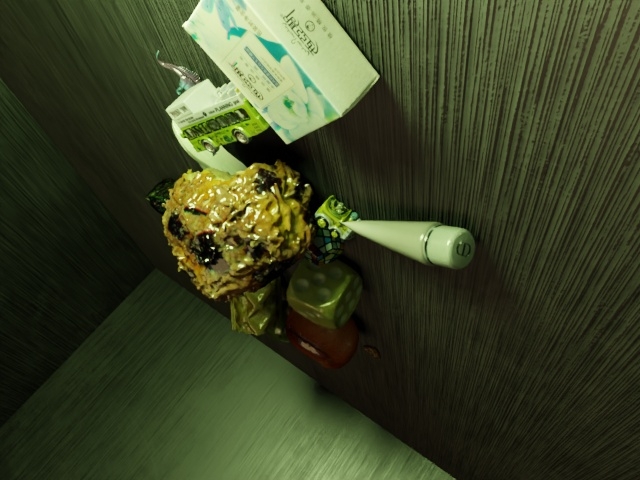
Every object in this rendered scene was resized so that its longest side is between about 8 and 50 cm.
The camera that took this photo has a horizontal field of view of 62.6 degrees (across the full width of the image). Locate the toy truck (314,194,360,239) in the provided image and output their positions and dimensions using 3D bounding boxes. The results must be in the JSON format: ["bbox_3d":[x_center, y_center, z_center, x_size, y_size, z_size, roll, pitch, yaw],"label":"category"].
[{"bbox_3d":[0.049,-0.056,1.261,0.111,0.076,0.077,38,139,2],"label":"toy truck"}]

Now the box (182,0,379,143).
[{"bbox_3d":[-0.069,-0.314,0.872,0.274,0.116,0.203,47,158,-19],"label":"box"}]

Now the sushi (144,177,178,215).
[{"bbox_3d":[-0.558,-0.153,1.979,0.225,0.127,0.124,14,147,45],"label":"sushi"}]

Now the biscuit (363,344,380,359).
[{"bbox_3d":[0.203,0.430,2.028,0.082,0.016,0.092,38,160,6],"label":"biscuit"}]

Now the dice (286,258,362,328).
[{"bbox_3d":[0.013,0.150,1.552,0.169,0.169,0.166,21,159,25],"label":"dice"}]

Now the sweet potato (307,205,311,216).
[{"bbox_3d":[-0.071,-0.044,1.460,0.055,0.058,0.202,54,147,15],"label":"sweet potato"}]

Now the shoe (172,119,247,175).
[{"bbox_3d":[-0.315,-0.237,1.462,0.265,0.095,0.110,46,159,-21],"label":"shoe"}]

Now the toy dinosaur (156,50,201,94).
[{"bbox_3d":[-0.314,-0.374,1.259,0.197,0.045,0.080,40,151,-23],"label":"toy dinosaur"}]

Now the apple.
[{"bbox_3d":[0.010,0.329,1.898,0.272,0.206,0.251,30,167,30],"label":"apple"}]

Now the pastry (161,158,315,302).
[{"bbox_3d":[-0.209,-0.022,1.306,0.405,0.292,0.337,-1,97,31],"label":"pastry"}]

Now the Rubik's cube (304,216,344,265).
[{"bbox_3d":[0.000,0.000,1.384,0.112,0.133,0.133,-10,131,32],"label":"Rubik's cube"}]

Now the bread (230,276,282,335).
[{"bbox_3d":[-0.251,0.224,2.017,0.238,0.196,0.252,7,104,48],"label":"bread"}]

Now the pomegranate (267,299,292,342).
[{"bbox_3d":[-0.130,0.316,2.162,0.181,0.181,0.224,40,132,0],"label":"pomegranate"}]

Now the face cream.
[{"bbox_3d":[0.180,-0.006,1.118,0.143,0.089,0.314,19,178,-36],"label":"face cream"}]

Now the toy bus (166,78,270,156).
[{"bbox_3d":[-0.206,-0.283,1.149,0.301,0.113,0.139,-2,135,49],"label":"toy bus"}]
